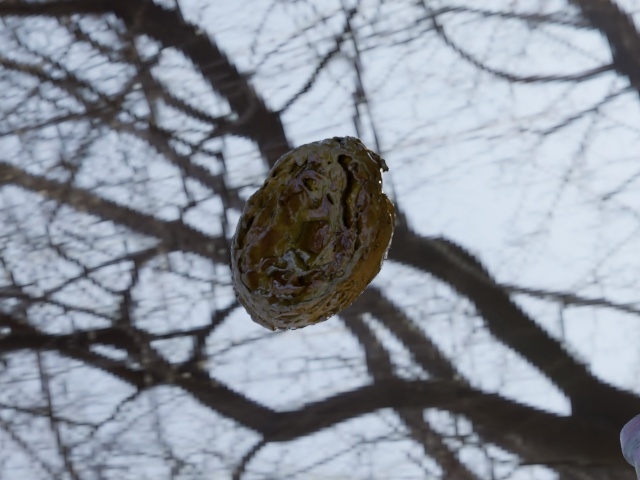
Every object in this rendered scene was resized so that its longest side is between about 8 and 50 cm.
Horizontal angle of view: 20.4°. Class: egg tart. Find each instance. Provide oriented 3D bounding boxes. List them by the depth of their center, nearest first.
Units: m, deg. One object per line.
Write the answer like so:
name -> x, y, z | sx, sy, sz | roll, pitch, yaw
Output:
egg tart -> 0.000, 0.000, 1.070 | 0.049, 0.128, 0.129 | 33, -118, -43

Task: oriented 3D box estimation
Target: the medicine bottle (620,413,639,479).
medicine bottle -> 0.283, 0.317, 1.174 | 0.108, 0.108, 0.426 | 22, -129, -37
